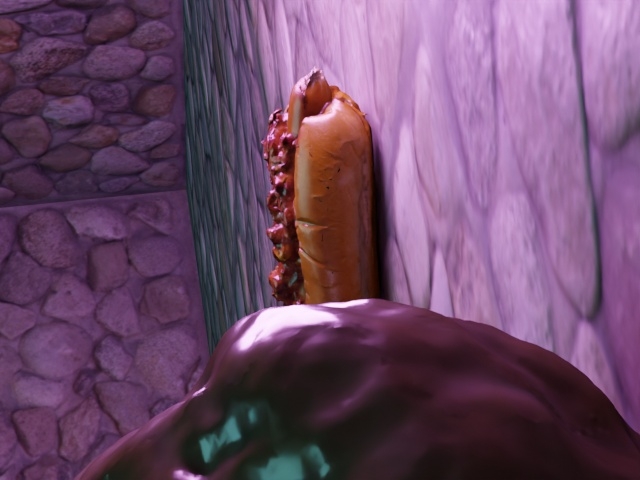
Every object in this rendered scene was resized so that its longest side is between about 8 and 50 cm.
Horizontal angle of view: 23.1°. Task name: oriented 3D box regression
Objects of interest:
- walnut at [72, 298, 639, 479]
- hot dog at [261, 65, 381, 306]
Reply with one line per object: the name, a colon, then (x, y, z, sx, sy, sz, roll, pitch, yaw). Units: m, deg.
walnut: (0.020, 0.157, 0.508, 0.227, 0.273, 0.273, 37, -147, -48)
hot dog: (0.000, 0.000, 1.076, 0.102, 0.076, 0.249, -107, 13, -68)
